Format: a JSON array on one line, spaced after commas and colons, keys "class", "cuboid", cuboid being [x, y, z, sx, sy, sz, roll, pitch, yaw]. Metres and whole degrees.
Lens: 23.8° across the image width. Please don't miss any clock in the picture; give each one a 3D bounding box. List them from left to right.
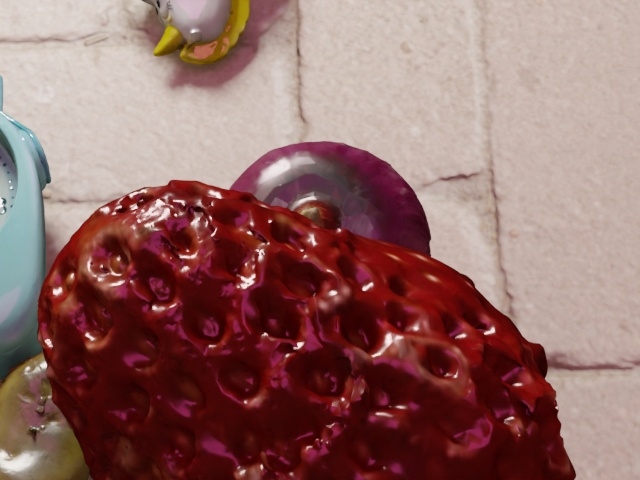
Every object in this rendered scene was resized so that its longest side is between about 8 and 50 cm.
[{"class": "clock", "cuboid": [-0.327, -0.019, 1.241, 0.223, 0.094, 0.274, 3, 59, -1]}]

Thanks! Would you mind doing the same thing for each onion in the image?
[{"class": "onion", "cuboid": [0.001, 0.004, 1.207, 0.177, 0.153, 0.177, -2, 42, 1]}]

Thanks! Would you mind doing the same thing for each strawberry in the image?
[{"class": "strawberry", "cuboid": [-0.033, 0.116, 1.007, 0.345, 0.317, 0.295, 39, 49, -26]}]

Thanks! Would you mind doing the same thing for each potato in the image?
[{"class": "potato", "cuboid": [-0.215, 0.152, 1.160, 0.091, 0.070, 0.138, 13, 63, 3]}]

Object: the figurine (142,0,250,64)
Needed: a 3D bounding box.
[{"class": "figurine", "cuboid": [-0.110, -0.243, 1.377, 0.129, 0.109, 0.178, 36, 67, -8]}]
